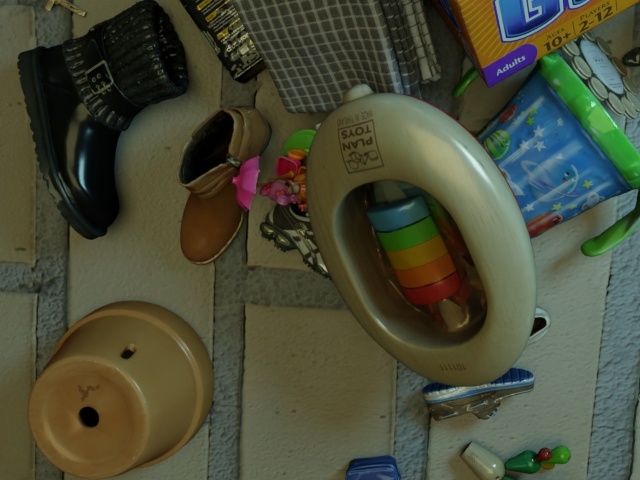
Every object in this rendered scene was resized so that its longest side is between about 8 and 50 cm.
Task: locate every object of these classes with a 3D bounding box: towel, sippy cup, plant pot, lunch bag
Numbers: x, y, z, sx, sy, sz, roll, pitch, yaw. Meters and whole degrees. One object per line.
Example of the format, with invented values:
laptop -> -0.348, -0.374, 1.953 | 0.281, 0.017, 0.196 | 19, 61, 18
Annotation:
towel -> 0.018, -0.303, 1.064 | 0.235, 0.121, 0.284 | 1, 134, 30
sippy cup -> 0.326, -0.118, 1.115 | 0.224, 0.240, 0.306 | -38, 67, 20
plant pot -> -0.344, 0.262, 1.247 | 0.290, 0.203, 0.291 | 1, 97, 8
lunch bag -> 0.092, 0.409, 1.273 | 0.098, 0.065, 0.067 | -10, 95, 9

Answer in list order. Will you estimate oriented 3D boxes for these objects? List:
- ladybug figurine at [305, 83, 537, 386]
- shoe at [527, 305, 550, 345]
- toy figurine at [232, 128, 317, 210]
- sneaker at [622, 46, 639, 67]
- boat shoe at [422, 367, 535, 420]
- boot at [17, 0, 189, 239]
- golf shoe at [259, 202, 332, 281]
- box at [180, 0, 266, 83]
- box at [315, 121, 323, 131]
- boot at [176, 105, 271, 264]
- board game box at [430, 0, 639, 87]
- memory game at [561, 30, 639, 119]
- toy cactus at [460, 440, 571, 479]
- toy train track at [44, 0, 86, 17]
ladybug figurine -> 0.147, -0.012, 1.038 | 0.305, 0.162, 0.449 | -8, 114, 37
shoe -> 0.268, 0.157, 1.224 | 0.219, 0.058, 0.077 | -20, 93, 9
toy figurine -> -0.049, -0.081, 1.123 | 0.173, 0.159, 0.130 | 31, 125, 31
sneaker -> 0.508, -0.288, 1.154 | 0.083, 0.035, 0.031 | -13, 94, 9
boat shoe -> 0.265, 0.256, 1.238 | 0.183, 0.066, 0.066 | -13, 99, 19
boot -> -0.329, -0.195, 1.230 | 0.260, 0.131, 0.348 | -15, 94, 9
golf shoe -> 0.000, 0.000, 1.235 | 0.198, 0.077, 0.094 | 32, 99, 2
box -> -0.076, -0.447, 1.196 | 0.322, 0.079, 0.257 | -35, 89, 10
box -> 0.087, -0.071, 1.206 | 0.113, 0.094, 0.275 | -19, 94, 10
boot -> -0.168, -0.080, 1.175 | 0.109, 0.220, 0.283 | 33, 99, 4
board game box -> 0.252, -0.496, 0.936 | 0.356, 0.356, 0.357 | -29, 55, 9
memory game -> 0.412, -0.254, 1.109 | 0.186, 0.186, 0.012 | 52, 129, 0
toy cactus -> 0.308, 0.407, 1.235 | 0.180, 0.112, 0.219 | 38, 108, 12
toy train track -> -0.437, -0.404, 1.282 | 0.083, 0.014, 0.048 | 29, 92, -2
